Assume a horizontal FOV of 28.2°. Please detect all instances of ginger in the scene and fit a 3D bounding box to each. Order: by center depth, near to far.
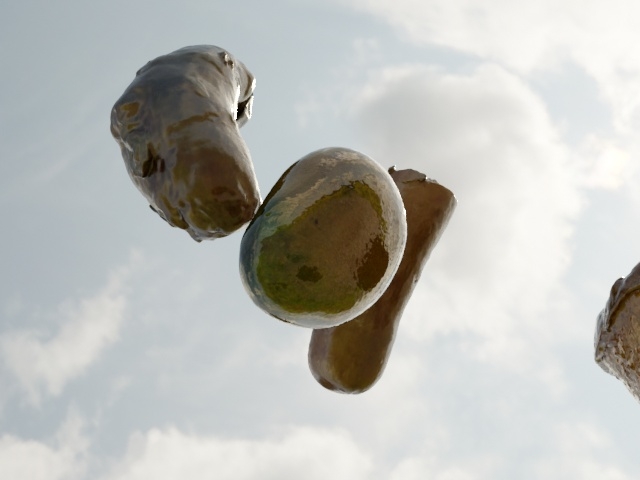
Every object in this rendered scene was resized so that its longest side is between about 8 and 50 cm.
[{"bbox_3d":[-0.156,-0.115,1.462,0.172,0.321,0.165,6,-52,-9],"label":"ginger"}]

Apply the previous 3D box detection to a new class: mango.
[{"bbox_3d":[0.003,0.004,1.177,0.152,0.120,0.221,64,-144,-23],"label":"mango"}]

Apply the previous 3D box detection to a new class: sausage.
[{"bbox_3d":[0.065,0.048,1.458,0.109,0.109,0.271,27,-96,-34],"label":"sausage"}]

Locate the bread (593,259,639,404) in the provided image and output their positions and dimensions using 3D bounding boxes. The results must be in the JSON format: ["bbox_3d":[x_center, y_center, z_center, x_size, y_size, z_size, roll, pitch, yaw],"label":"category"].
[{"bbox_3d":[0.431,0.079,1.305,0.312,0.172,0.312,-16,-34,-11],"label":"bread"}]
